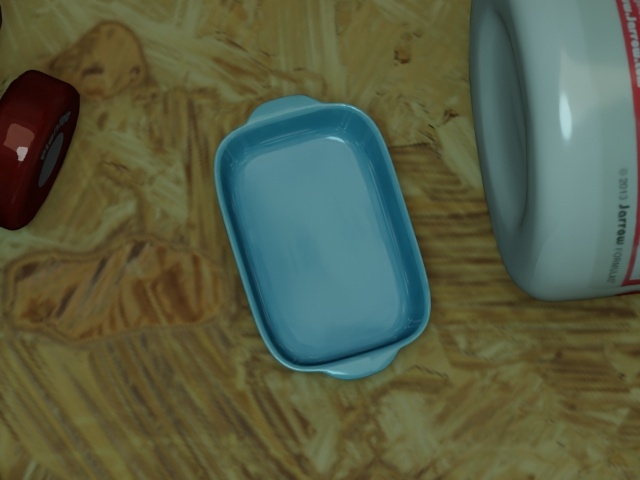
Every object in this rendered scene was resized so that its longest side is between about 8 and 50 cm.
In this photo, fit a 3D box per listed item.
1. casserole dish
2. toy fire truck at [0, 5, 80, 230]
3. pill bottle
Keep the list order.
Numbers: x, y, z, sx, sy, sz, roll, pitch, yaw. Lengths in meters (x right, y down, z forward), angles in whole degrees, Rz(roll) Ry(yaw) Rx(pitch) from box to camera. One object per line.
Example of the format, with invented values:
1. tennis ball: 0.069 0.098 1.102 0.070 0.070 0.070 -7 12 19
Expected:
1. casserole dish: 0.000 0.000 1.238 0.114 0.037 0.188 -16 78 -7
2. toy fire truck: -0.267 -0.043 1.120 0.169 0.254 0.302 24 76 3
3. pill bottle: 0.308 -0.095 1.180 0.408 0.229 0.229 -6 77 -5
